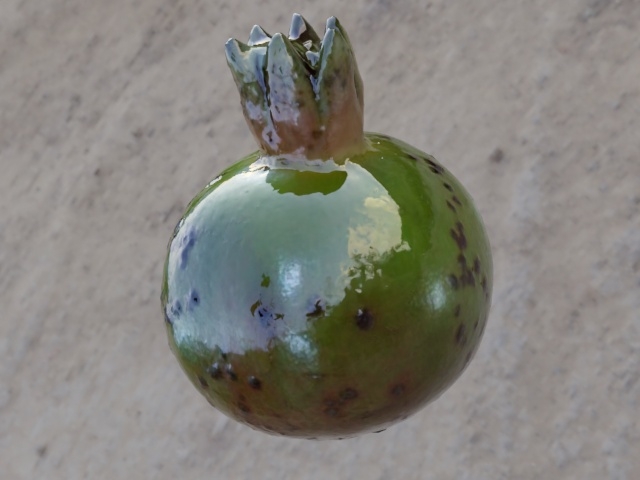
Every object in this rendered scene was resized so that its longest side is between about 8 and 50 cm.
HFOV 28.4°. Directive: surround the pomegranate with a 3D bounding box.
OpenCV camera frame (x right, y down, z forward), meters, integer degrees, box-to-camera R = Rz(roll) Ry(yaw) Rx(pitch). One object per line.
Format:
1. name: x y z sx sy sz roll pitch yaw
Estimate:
1. pomegranate: 0.000 0.000 0.591 0.159 0.205 0.159 -8 21 3
